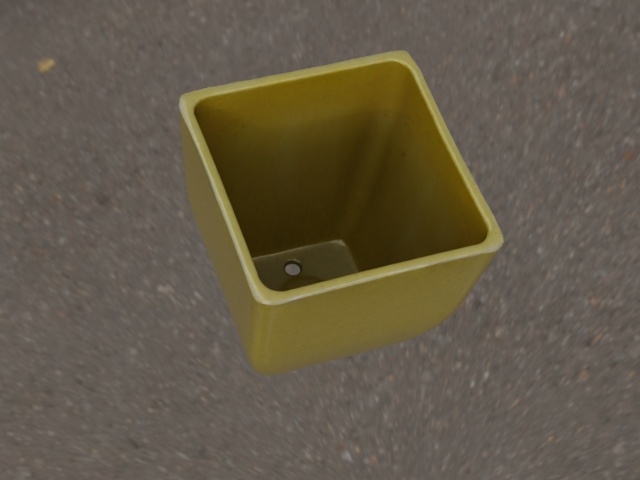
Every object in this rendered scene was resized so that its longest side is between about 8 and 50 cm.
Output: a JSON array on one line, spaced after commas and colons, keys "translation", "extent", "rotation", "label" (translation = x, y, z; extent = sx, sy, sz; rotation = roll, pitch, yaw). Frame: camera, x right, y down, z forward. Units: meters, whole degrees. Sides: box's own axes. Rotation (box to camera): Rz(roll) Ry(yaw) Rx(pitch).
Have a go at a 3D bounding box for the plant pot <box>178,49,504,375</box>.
[{"translation": [0.000, 0.000, 0.496], "extent": [0.081, 0.083, 0.081], "rotation": [-13, 60, -18], "label": "plant pot"}]
